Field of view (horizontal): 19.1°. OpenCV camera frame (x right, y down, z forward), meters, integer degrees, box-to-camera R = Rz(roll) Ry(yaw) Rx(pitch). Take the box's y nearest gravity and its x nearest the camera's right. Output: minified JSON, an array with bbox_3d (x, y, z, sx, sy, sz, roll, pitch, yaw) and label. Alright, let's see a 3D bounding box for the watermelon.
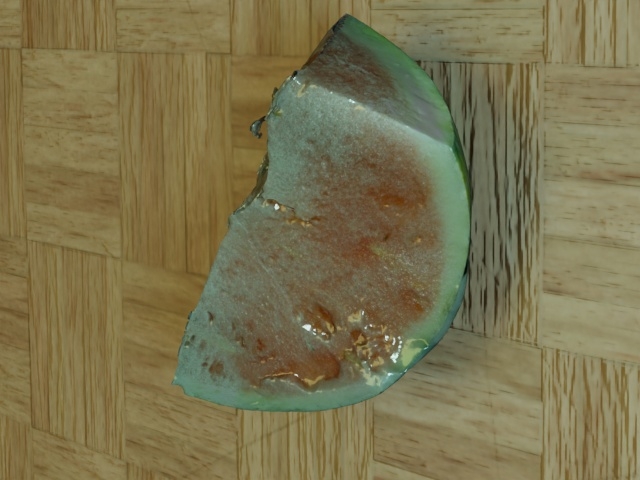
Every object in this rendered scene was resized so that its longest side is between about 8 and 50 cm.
[{"bbox_3d":[0.000,0.000,1.404,0.305,0.180,0.224,-66,33,32],"label":"watermelon"}]
